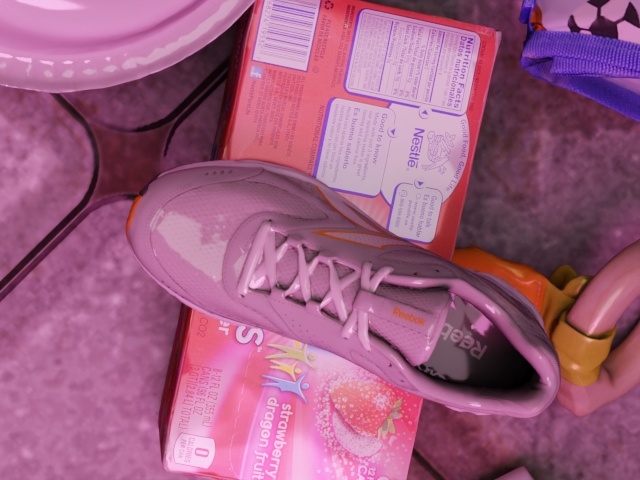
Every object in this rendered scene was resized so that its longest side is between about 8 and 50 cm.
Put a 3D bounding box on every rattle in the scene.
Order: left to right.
[{"bbox_3d":[0.200,0.013,1.218,0.200,0.143,0.130,-43,130,-17],"label":"rattle"}]

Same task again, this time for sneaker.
[{"bbox_3d":[0.020,0.026,1.009,0.262,0.121,0.099,20,91,-9],"label":"sneaker"}]

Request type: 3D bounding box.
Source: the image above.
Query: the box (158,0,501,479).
[{"bbox_3d":[0.000,0.000,1.139,0.154,0.142,0.299,10,93,-7],"label":"box"}]

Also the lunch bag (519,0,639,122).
[{"bbox_3d":[0.338,-0.203,1.112,0.386,0.239,0.327,17,83,-2],"label":"lunch bag"}]

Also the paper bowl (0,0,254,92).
[{"bbox_3d":[-0.138,-0.220,0.984,0.284,0.148,0.284,-7,114,-17],"label":"paper bowl"}]

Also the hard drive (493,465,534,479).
[{"bbox_3d":[0.030,0.273,1.136,0.308,0.203,0.040,-25,122,-4],"label":"hard drive"}]
